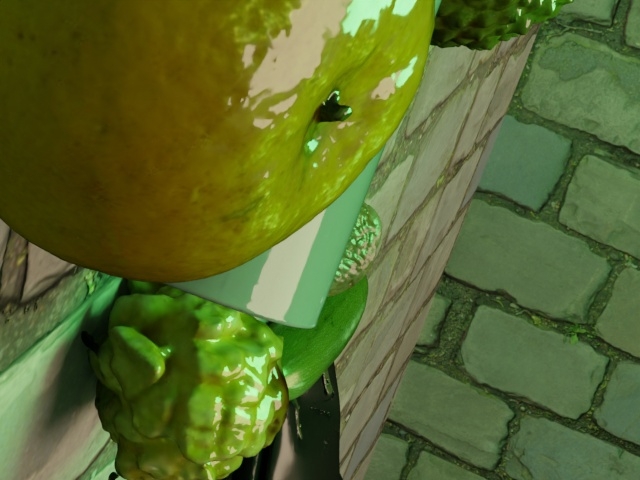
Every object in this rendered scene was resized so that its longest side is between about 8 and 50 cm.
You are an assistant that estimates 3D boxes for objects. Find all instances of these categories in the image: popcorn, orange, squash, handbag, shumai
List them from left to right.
[{"bbox_3d":[-0.076,-0.114,0.657,0.279,0.235,0.279,-41,154,-25],"label":"orange"},{"bbox_3d":[-0.122,0.111,1.107,0.169,0.218,0.189,-10,117,-23],"label":"popcorn"},{"bbox_3d":[-0.053,0.315,1.921,0.342,0.152,0.288,-48,148,-67],"label":"handbag"},{"bbox_3d":[-0.017,0.132,1.780,0.395,0.107,0.107,-49,160,-59],"label":"squash"},{"bbox_3d":[-0.001,0.004,1.623,0.145,0.146,0.116,-66,-169,1],"label":"shumai"}]

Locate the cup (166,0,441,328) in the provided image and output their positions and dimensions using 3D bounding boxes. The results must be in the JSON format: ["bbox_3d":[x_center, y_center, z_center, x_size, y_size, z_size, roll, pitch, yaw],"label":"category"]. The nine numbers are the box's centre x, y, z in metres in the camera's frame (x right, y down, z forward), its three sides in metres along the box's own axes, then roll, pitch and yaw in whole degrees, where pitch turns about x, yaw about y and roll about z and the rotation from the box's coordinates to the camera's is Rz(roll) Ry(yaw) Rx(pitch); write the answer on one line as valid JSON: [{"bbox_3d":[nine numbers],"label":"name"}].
[{"bbox_3d":[-0.043,-0.114,0.892,0.205,0.205,0.312,16,96,-79],"label":"cup"}]

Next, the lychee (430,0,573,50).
[{"bbox_3d":[0.107,-0.293,1.055,0.270,0.320,0.270,167,-90,-87],"label":"lychee"}]
